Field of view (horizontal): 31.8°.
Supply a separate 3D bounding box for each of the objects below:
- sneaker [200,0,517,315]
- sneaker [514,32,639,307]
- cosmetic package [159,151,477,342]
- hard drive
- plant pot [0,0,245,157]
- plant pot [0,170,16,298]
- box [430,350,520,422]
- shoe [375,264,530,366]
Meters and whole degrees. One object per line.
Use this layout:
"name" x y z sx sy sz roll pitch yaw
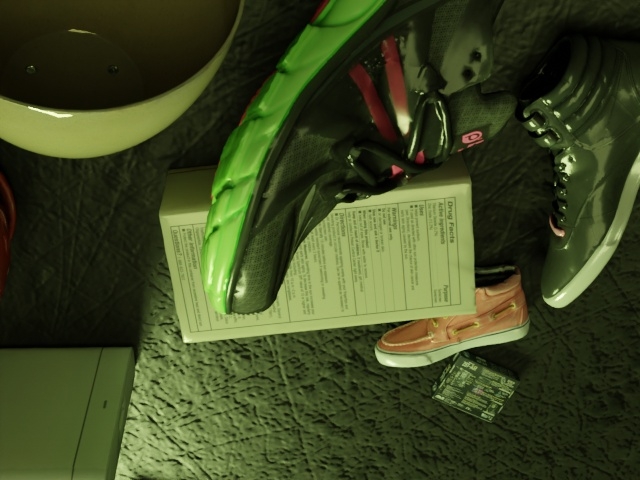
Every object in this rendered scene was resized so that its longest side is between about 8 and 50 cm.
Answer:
"sneaker" 0.058 -0.119 1.001 0.202 0.185 0.483 35 95 -6
"sneaker" 0.249 -0.079 1.146 0.147 0.104 0.295 17 110 -9
"cosmetic package" 0.000 0.000 1.168 0.309 0.113 0.160 -6 118 0
"hard drive" -0.387 0.192 1.188 0.353 0.233 0.047 -1 119 -1
"plant pot" -0.220 -0.185 1.003 0.284 0.284 0.191 11 153 -8
"plant pot" -0.399 0.000 1.119 0.191 0.174 0.191 -1 117 -2
"box" 0.181 0.170 1.317 0.083 0.018 0.067 23 115 -13
"shoe" 0.142 0.080 1.246 0.178 0.063 0.081 -13 116 -1
